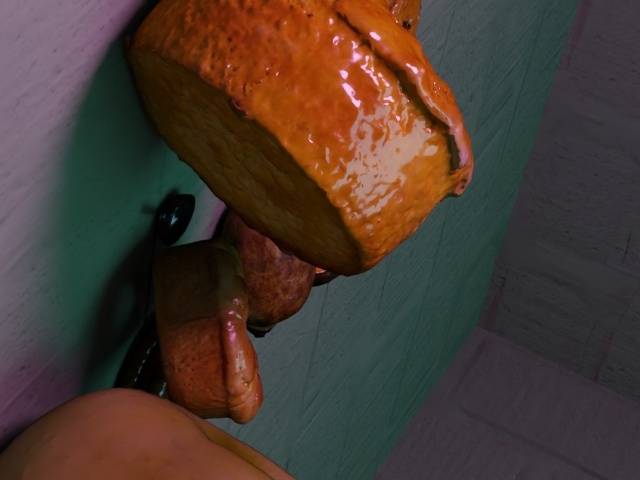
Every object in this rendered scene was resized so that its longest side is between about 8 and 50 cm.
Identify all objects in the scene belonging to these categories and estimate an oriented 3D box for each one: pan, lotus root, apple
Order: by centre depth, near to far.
[{"bbox_3d":[-0.195,0.394,1.770,0.474,0.473,0.473,-57,164,-27],"label":"apple"},{"bbox_3d":[-0.179,-0.029,1.919,0.068,0.023,0.115,-64,168,1],"label":"pan"},{"bbox_3d":[-0.072,0.030,2.189,0.145,0.128,0.260,-34,144,-37],"label":"lotus root"}]

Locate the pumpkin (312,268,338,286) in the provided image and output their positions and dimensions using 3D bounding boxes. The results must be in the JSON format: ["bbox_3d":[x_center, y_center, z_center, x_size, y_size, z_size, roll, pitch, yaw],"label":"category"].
[{"bbox_3d":[0.000,0.000,2.409,0.183,0.119,0.108,-50,158,-28],"label":"pumpkin"}]

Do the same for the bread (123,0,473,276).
[{"bbox_3d":[-0.016,-0.138,1.687,0.215,0.398,0.398,-47,161,-15],"label":"bread"}]

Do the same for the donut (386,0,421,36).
[{"bbox_3d":[0.092,-0.303,2.339,0.178,0.065,0.162,80,33,-64],"label":"donut"}]

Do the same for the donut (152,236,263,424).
[{"bbox_3d":[-0.135,0.107,1.935,0.226,0.113,0.227,173,-90,-86],"label":"donut"}]

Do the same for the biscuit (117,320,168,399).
[{"bbox_3d":[-0.194,0.175,2.130,0.220,0.066,0.220,-56,166,-22],"label":"biscuit"}]
